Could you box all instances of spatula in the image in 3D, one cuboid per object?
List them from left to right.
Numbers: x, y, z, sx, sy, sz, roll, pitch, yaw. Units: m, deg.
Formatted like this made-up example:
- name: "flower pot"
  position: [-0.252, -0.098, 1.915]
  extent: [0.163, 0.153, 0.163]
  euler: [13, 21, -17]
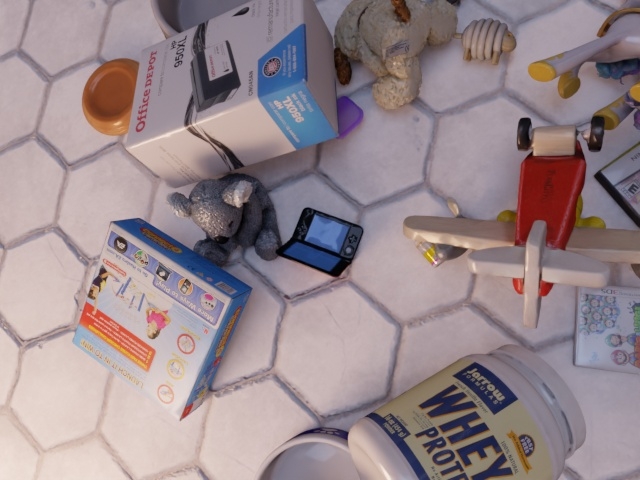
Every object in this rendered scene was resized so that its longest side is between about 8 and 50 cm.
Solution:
- name: "spatula"
  position: [-0.014, -0.347, 1.142]
  extent: [0.084, 0.030, 0.296]
  euler: [-40, 75, 3]

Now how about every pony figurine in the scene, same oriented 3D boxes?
- name: "pony figurine"
  position: [0.609, -0.352, 0.882]
  extent: [0.363, 0.303, 0.351]
  euler: [-45, 46, -12]

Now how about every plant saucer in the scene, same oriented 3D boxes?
- name: "plant saucer"
  position: [-0.504, -0.359, 1.251]
  extent: [0.199, 0.037, 0.200]
  euler: [-2, 80, 12]

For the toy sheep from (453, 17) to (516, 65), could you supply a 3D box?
- name: "toy sheep"
  position: [0.336, -0.412, 1.047]
  extent: [0.132, 0.091, 0.091]
  euler: [17, 85, 20]

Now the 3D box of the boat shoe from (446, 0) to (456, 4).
- name: "boat shoe"
  position: [0.201, -0.612, 1.102]
  extent: [0.285, 0.103, 0.092]
  euler: [39, 86, 10]

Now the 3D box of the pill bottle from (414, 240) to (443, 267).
- name: "pill bottle"
  position: [0.219, 0.011, 1.024]
  extent: [0.043, 0.043, 0.083]
  euler: [-39, 75, 4]

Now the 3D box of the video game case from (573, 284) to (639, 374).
- name: "video game case"
  position: [0.548, 0.162, 0.938]
  extent: [0.143, 0.019, 0.157]
  euler: [5, 82, 14]

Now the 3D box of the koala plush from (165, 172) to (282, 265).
- name: "koala plush"
  position: [-0.200, -0.063, 1.039]
  extent: [0.196, 0.221, 0.204]
  euler: [-7, 79, 12]

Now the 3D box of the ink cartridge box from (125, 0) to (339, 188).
- name: "ink cartridge box"
  position: [-0.177, -0.306, 1.037]
  extent: [0.394, 0.166, 0.286]
  euler: [-14, 59, 20]

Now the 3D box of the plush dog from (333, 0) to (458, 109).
- name: "plush dog"
  position: [0.121, -0.435, 1.062]
  extent: [0.225, 0.210, 0.263]
  euler: [27, 85, 42]

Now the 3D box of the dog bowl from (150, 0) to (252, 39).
- name: "dog bowl"
  position: [-0.238, -0.577, 1.194]
  extent: [0.348, 0.102, 0.349]
  euler: [-2, 81, 13]

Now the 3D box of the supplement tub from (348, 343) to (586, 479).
- name: "supplement tub"
  position: [0.234, 0.333, 0.829]
  extent: [0.324, 0.235, 0.236]
  euler: [-25, 75, -18]

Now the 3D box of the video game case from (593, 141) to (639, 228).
- name: "video game case"
  position: [0.704, -0.092, 0.936]
  extent: [0.248, 0.035, 0.275]
  euler: [-36, 75, 5]

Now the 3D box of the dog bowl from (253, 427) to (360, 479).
- name: "dog bowl"
  position: [0.005, 0.499, 0.962]
  extent: [0.264, 0.104, 0.265]
  euler: [-2, 81, 13]

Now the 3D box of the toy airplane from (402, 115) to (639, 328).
- name: "toy airplane"
  position: [0.388, -0.003, 0.872]
  extent: [0.384, 0.273, 0.386]
  euler: [-27, 43, -5]

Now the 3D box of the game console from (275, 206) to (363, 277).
- name: "game console"
  position: [0.000, 0.000, 1.054]
  extent: [0.143, 0.085, 0.124]
  euler: [21, 86, 15]

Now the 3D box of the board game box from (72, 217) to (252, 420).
- name: "board game box"
  position: [-0.334, 0.158, 1.052]
  extent: [0.308, 0.086, 0.302]
  euler: [30, 108, 14]
